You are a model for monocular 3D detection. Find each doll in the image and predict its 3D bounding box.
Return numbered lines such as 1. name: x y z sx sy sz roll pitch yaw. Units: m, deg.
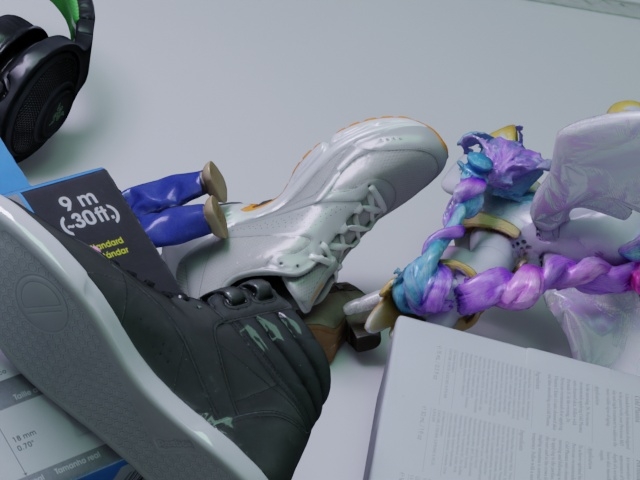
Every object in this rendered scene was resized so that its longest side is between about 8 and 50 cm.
1. doll: -0.171 -0.007 1.487 0.189 0.046 0.129 -15 52 13

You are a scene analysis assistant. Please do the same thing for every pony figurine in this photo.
1. pony figurine: 0.234 0.001 1.530 0.351 0.303 0.363 1 24 26

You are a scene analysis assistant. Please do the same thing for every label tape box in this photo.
1. label tape box: -0.241 0.045 1.301 0.240 0.106 0.334 -19 68 -40

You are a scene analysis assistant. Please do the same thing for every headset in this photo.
1. headset: -0.332 -0.160 1.597 0.243 0.185 0.394 9 51 -7

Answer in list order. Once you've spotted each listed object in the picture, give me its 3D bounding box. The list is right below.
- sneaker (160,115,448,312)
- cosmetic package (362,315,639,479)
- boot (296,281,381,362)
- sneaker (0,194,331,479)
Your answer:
1. sneaker: 0.000 0.000 1.496 0.262 0.099 0.121 -30 46 3
2. cosmetic package: 0.165 0.227 1.290 0.284 0.097 0.377 12 34 1
3. boot: -0.005 0.067 1.519 0.118 0.042 0.087 -1 30 -23
4. sneaker: -0.114 0.056 1.228 0.296 0.104 0.147 45 45 -5
